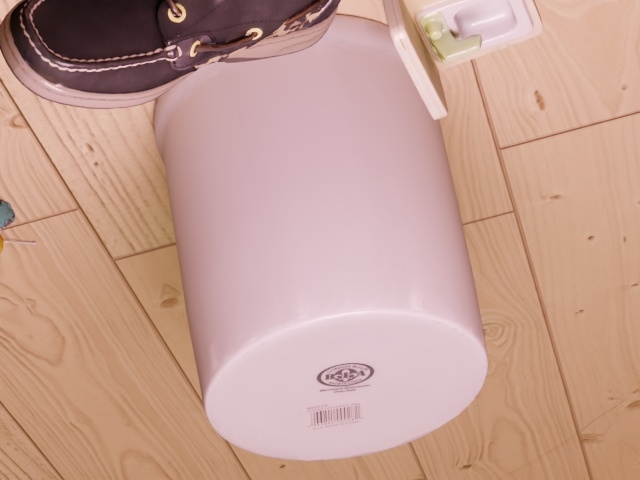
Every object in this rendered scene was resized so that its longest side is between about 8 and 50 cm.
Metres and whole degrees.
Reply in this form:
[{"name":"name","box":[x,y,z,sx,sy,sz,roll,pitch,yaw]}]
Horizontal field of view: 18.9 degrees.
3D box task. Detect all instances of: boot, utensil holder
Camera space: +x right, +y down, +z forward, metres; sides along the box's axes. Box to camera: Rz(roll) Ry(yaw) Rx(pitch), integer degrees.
[{"name":"boot","box":[-0.078,-0.257,1.674,0.377,0.138,0.284,-15,159,-39]},{"name":"utensil holder","box":[0.000,0.000,2.096,0.328,0.385,0.327,-7,145,-5]}]

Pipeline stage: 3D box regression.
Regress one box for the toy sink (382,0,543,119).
[{"name":"toy sink","box":[0.132,-0.264,1.884,0.131,0.234,0.153,-18,144,12]}]

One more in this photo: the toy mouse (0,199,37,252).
[{"name":"toy mouse","box":[-0.420,-0.018,2.270,0.161,0.031,0.143,-6,145,-6]}]
